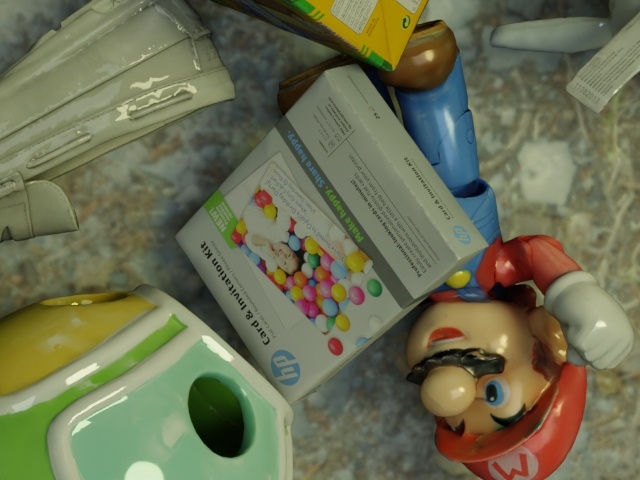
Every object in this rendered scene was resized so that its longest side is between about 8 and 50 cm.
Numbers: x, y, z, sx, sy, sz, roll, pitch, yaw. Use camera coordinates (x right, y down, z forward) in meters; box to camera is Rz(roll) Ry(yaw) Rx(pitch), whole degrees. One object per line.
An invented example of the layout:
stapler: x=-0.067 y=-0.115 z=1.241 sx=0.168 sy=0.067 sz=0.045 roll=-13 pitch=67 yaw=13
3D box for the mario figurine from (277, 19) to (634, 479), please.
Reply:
mario figurine: x=0.078 y=0.025 z=0.880 sx=0.170 sy=0.198 sz=0.320 roll=-26 pitch=99 yaw=-16

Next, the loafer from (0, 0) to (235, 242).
loafer: x=-0.201 y=-0.045 z=0.861 sx=0.319 sy=0.112 sz=0.111 roll=-37 pitch=95 yaw=-2

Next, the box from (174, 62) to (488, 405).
box: x=0.000 y=0.000 z=0.856 sx=0.186 sy=0.038 sz=0.145 roll=-44 pitch=75 yaw=39

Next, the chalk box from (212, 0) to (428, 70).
chalk box: x=-0.036 y=-0.214 z=0.821 sx=0.132 sy=0.213 sz=0.132 roll=26 pitch=91 yaw=-57

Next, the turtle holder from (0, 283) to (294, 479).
turtle holder: x=-0.164 y=0.132 z=0.848 sx=0.320 sy=0.243 sz=0.227 roll=40 pitch=79 yaw=5

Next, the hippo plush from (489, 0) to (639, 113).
hippo plush: x=0.323 y=-0.132 z=0.837 sx=0.294 sy=0.234 sz=0.236 roll=-47 pitch=124 yaw=5
